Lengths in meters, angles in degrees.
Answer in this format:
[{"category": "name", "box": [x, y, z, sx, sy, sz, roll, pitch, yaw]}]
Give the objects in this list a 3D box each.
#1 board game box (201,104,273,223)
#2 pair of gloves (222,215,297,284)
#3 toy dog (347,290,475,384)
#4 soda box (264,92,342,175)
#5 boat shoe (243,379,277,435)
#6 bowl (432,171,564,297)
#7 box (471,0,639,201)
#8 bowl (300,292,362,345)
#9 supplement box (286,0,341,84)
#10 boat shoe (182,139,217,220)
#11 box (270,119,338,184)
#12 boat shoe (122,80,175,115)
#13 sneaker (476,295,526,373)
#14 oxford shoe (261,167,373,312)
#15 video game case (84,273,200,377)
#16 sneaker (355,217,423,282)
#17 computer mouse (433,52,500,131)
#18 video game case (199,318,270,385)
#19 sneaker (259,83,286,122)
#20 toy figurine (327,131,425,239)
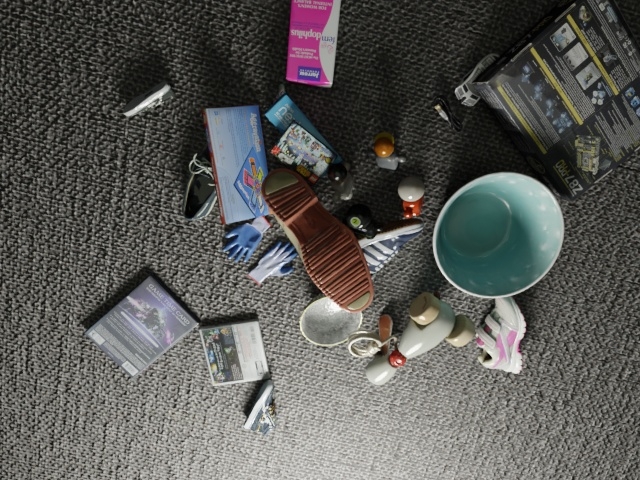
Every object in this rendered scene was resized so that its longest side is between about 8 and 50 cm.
[{"category": "board game box", "box": [-0.204, -0.193, 1.074, 0.145, 0.027, 0.281, -16, 106, -33]}, {"category": "pair of gloves", "box": [-0.164, 0.030, 1.173, 0.159, 0.023, 0.198, -41, 100, 10]}, {"category": "toy dog", "box": [0.251, 0.252, 1.185, 0.334, 0.161, 0.220, -26, 111, 19]}, {"category": "soda box", "box": [-0.041, -0.260, 1.057, 0.071, 0.067, 0.210, -40, 111, 10]}, {"category": "boat shoe", "box": [-0.158, 0.500, 1.273, 0.083, 0.065, 0.183, 24, 110, -7]}, {"category": "bowl", "box": [0.424, -0.027, 1.084, 0.312, 0.163, 0.311, 0, 104, 1]}, {"category": "box", "box": [0.611, -0.338, 1.021, 0.318, 0.097, 0.395, -43, 108, 8]}, {"category": "bowl", "box": [0.023, 0.200, 1.176, 0.170, 0.080, 0.170, -4, 119, -8]}, {"category": "supplement box", "box": [-0.016, -0.481, 0.999, 0.111, 0.114, 0.219, 5, 106, -2]}, {"category": "boat shoe", "box": [-0.292, -0.168, 1.093, 0.095, 0.079, 0.254, 29, 102, -5]}, {"category": "box", "box": [-0.039, -0.210, 1.025, 0.137, 0.027, 0.094, 35, 108, -19]}, {"category": "boat shoe", "box": [-0.429, -0.346, 1.068, 0.142, 0.049, 0.040, -26, 141, 11]}, {"category": "sneaker", "box": [0.495, 0.261, 1.187, 0.111, 0.103, 0.252, -6, 103, 0]}, {"category": "oxford shoe", "box": [0.000, 0.000, 1.066, 0.141, 0.146, 0.396, -31, 85, -4]}, {"category": "video game case", "box": [-0.514, 0.250, 1.228, 0.274, 0.026, 0.196, -40, 101, 8]}, {"category": "sneaker", "box": [0.156, 0.050, 1.136, 0.283, 0.099, 0.153, -21, 98, 12]}, {"category": "computer mouse", "box": [0.375, -0.375, 1.060, 0.106, 0.042, 0.193, 41, 104, -11]}, {"category": "video game case", "box": [-0.250, 0.329, 1.249, 0.173, 0.022, 0.190, -9, 105, 2]}, {"category": "sneaker", "box": [-0.119, -0.343, 1.070, 0.069, 0.038, 0.098, 1, 104, -1]}, {"category": "toy figurine", "box": [0.131, -0.128, 1.029, 0.213, 0.148, 0.209, -27, 68, 8]}]
